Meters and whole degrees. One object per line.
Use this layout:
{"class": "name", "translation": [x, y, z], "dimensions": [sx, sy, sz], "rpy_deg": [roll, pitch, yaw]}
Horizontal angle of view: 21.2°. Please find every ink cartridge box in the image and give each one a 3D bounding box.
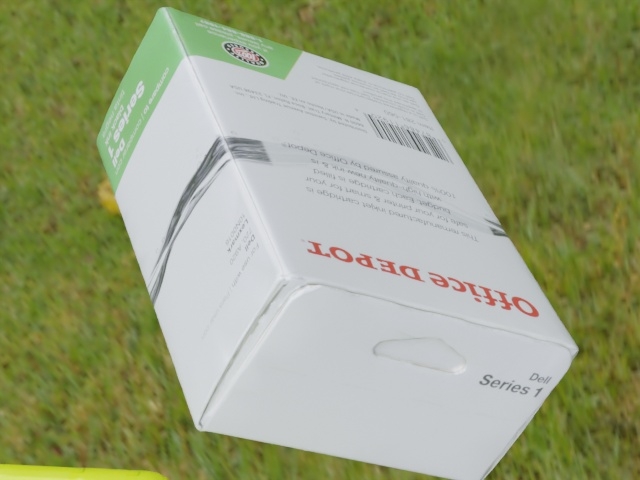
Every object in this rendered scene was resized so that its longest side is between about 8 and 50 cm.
{"class": "ink cartridge box", "translation": [0.000, 0.000, 0.804], "dimensions": [0.092, 0.160, 0.219], "rpy_deg": [-58, 34, 26]}

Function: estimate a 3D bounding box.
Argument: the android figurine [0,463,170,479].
{"class": "android figurine", "translation": [-0.104, 0.210, 0.709], "dimensions": [0.273, 0.056, 0.248], "rpy_deg": [4, 55, 0]}
